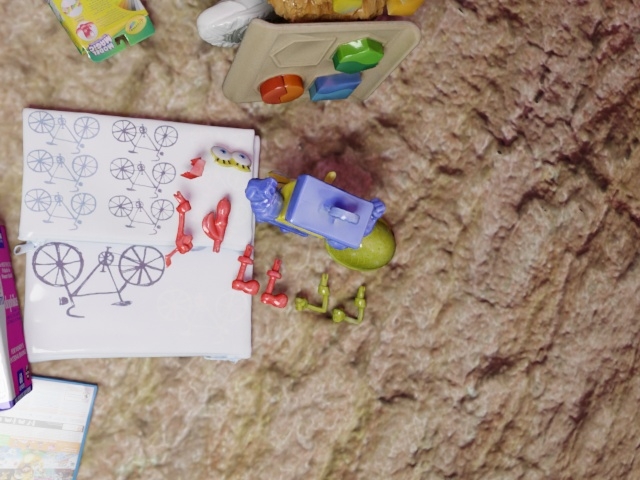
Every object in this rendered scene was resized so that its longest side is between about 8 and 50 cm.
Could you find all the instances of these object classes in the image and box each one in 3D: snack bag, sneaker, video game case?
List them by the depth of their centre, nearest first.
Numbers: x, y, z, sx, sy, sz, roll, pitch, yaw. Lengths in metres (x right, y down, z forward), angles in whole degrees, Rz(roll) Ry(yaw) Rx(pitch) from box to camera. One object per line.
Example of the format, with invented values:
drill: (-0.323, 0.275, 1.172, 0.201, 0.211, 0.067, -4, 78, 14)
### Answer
video game case: (-0.371, 0.262, 0.864, 0.119, 0.015, 0.166, 14, 83, -21)
snack bag: (-0.243, 0.002, 0.910, 0.323, 0.037, 0.342, 3, 88, -22)
sneaker: (-0.096, -0.365, 0.959, 0.232, 0.090, 0.115, -36, 94, -27)

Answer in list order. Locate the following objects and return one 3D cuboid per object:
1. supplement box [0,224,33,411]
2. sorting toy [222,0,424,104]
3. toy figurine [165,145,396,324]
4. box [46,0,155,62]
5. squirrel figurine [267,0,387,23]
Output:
supplement box: (-0.426, 0.093, 0.785, 0.114, 0.111, 0.219, -11, 91, -12)
sorting toy: (0.011, -0.246, 0.870, 0.229, 0.307, 0.041, -4, 79, -20)
toy figurine: (0.000, 0.000, 0.884, 0.363, 0.217, 0.191, 24, 77, -28)
box: (-0.311, -0.333, 0.888, 0.105, 0.043, 0.179, -34, 98, -19)
squirrel figurine: (-0.039, -0.412, 0.769, 0.370, 0.281, 0.397, -38, 113, 4)
